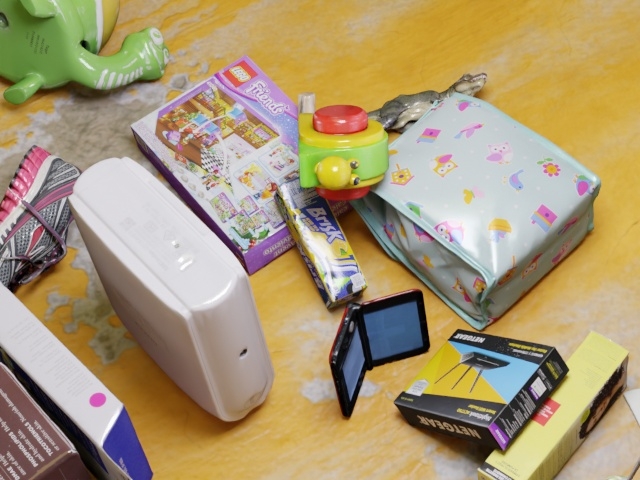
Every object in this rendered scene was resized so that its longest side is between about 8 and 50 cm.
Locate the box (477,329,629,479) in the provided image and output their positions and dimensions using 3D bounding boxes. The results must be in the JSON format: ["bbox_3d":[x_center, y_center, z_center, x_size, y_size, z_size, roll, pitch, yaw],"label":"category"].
[{"bbox_3d":[0.276,0.218,1.841,0.058,0.087,0.232,32,66,27],"label":"box"}]

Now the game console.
[{"bbox_3d":[0.073,0.138,1.893,0.085,0.144,0.124,10,56,17],"label":"game console"}]

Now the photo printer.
[{"bbox_3d":[-0.172,0.071,1.876,0.107,0.307,0.256,-38,61,-17],"label":"photo printer"}]

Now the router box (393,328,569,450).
[{"bbox_3d":[0.190,0.174,1.857,0.133,0.046,0.179,-47,27,-23],"label":"router box"}]

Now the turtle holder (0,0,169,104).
[{"bbox_3d":[-0.385,-0.350,2.260,0.320,0.243,0.227,14,40,28],"label":"turtle holder"}]

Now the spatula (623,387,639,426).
[{"bbox_3d":[0.483,0.245,1.832,0.168,0.019,0.242,-19,54,-6],"label":"spatula"}]

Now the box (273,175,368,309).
[{"bbox_3d":[0.000,0.000,2.015,0.054,0.059,0.168,-24,81,-11],"label":"box"}]

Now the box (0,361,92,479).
[{"bbox_3d":[-0.392,0.291,1.838,0.203,0.168,0.167,-37,58,-17],"label":"box"}]

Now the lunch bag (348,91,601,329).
[{"bbox_3d":[0.189,-0.053,2.007,0.223,0.160,0.262,-42,65,-19],"label":"lunch bag"}]

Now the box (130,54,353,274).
[{"bbox_3d":[-0.100,-0.109,2.151,0.201,0.057,0.293,-33,57,-14],"label":"box"}]

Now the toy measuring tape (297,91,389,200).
[{"bbox_3d":[0.027,-0.130,1.987,0.121,0.121,0.330,-9,20,2],"label":"toy measuring tape"}]

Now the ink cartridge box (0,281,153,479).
[{"bbox_3d":[-0.302,0.198,1.887,0.069,0.175,0.371,-37,57,-18],"label":"ink cartridge box"}]

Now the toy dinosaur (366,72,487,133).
[{"bbox_3d":[0.106,-0.161,2.160,0.268,0.064,0.118,-11,47,3],"label":"toy dinosaur"}]

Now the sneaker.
[{"bbox_3d":[-0.397,0.015,2.077,0.112,0.121,0.299,27,67,-10],"label":"sneaker"}]

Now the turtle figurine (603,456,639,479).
[{"bbox_3d":[0.380,0.334,1.647,0.198,0.275,0.266,21,83,-13],"label":"turtle figurine"}]
